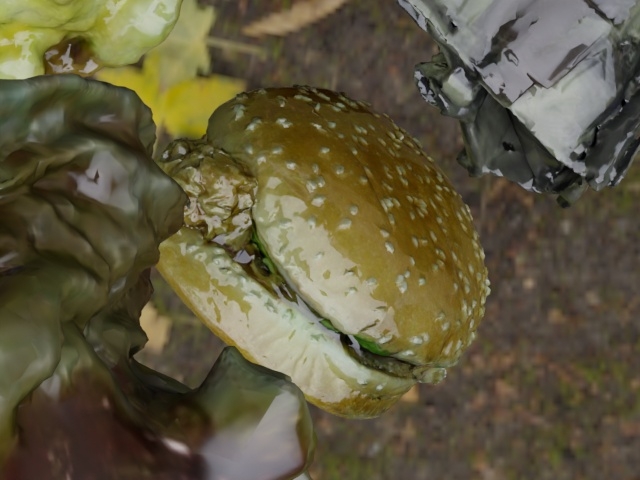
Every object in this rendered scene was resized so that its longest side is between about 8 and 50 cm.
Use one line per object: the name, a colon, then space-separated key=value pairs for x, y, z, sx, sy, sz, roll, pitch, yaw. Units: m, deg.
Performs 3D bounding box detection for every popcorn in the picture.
popcorn: x=-0.206 y=-0.193 z=1.200 sx=0.255 sy=0.195 sz=0.256 roll=23 pitch=163 yaw=-8

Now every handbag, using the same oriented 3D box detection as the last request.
handbag: x=0.119 y=-0.240 z=1.034 sx=0.162 sy=0.327 sz=0.325 roll=10 pitch=152 yaw=51

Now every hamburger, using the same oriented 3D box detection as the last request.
hamburger: x=0.000 y=0.000 z=1.025 sx=0.122 sy=0.189 sz=0.215 roll=-43 pitch=158 yaw=18

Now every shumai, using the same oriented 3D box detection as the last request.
shumai: x=-0.143 y=0.117 z=0.540 sx=0.292 sy=0.330 sz=0.288 roll=-15 pitch=86 yaw=27
